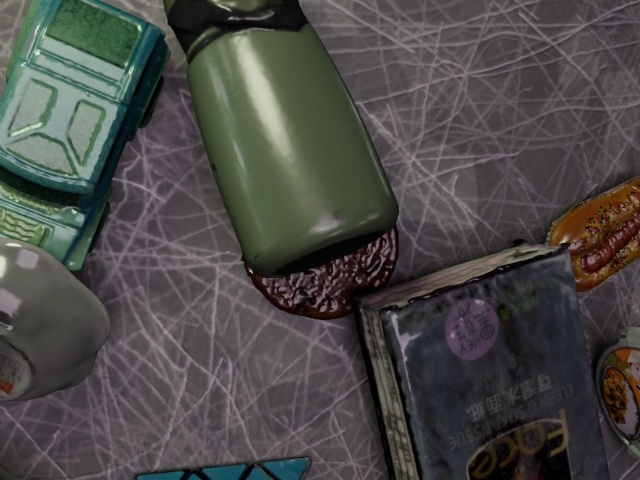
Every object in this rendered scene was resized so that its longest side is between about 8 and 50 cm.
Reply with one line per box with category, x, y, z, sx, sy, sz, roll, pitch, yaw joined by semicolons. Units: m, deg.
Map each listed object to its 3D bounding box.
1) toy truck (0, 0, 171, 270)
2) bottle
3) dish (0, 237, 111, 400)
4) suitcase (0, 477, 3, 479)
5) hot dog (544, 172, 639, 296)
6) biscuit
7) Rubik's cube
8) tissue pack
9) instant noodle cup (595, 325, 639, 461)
toy truck;-0.264;-0.111;0.875;0.155;0.156;0.279;23;90;-13
bottle;-0.053;-0.144;0.884;0.168;0.168;0.347;-21;84;-9
dish;-0.332;0.103;0.866;0.229;0.081;0.229;1;128;1
suitcase;-0.388;0.422;0.887;0.339;0.194;0.351;-17;100;-32
hot dog;0.361;-0.009;1.064;0.191;0.059;0.108;-31;105;-9
biscuit;0.000;0.000;0.996;0.192;0.049;0.192;-3;99;-18
Rubik's cube;-0.091;0.365;0.952;0.211;0.178;0.190;-7;100;-9
tissue pack;0.196;0.202;1.003;0.259;0.122;0.361;-15;100;-21
instant noodle cup;0.447;0.183;1.052;0.125;0.177;0.208;-21;121;-22
